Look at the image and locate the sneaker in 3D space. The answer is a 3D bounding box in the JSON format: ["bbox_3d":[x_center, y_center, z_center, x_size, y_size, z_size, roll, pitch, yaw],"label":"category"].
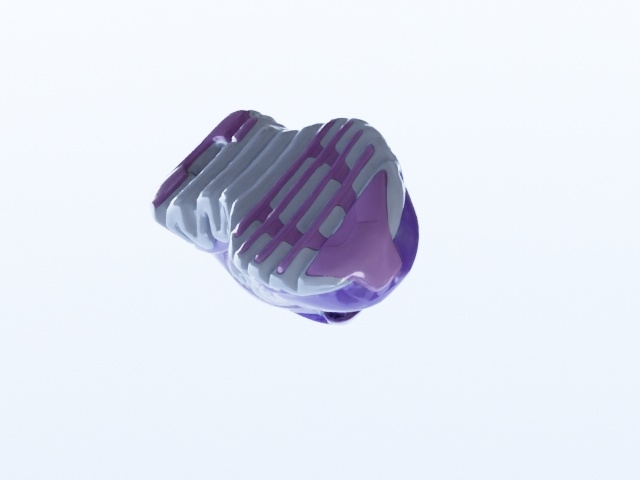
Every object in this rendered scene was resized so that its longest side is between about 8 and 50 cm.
[{"bbox_3d":[0.000,0.000,1.009,0.104,0.095,0.236,48,170,-21],"label":"sneaker"}]
